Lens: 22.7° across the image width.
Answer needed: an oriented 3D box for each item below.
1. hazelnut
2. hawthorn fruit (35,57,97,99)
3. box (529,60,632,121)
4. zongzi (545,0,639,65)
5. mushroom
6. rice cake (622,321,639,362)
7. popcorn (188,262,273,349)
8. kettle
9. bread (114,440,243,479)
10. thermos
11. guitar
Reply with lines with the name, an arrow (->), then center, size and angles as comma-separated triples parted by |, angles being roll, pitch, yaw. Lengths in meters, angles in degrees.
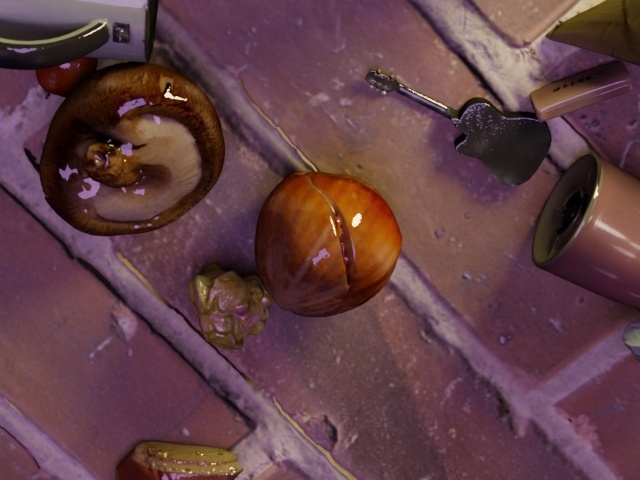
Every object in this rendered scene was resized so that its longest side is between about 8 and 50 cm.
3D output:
hazelnut -> 0.000, 0.000, 1.837 | 0.182, 0.182, 0.182 | -1, 113, -1
hawthorn fruit -> -0.286, -0.198, 1.795 | 0.077, 0.077, 0.077 | -1, 113, -1
box -> 0.298, -0.172, 1.831 | 0.115, 0.048, 0.025 | -19, 119, 7
zongzi -> 0.424, -0.310, 1.756 | 0.300, 0.145, 0.274 | 20, 88, 28
mushroom -> -0.212, -0.109, 1.797 | 0.194, 0.138, 0.231 | 5, 137, -48
rice cake -> 0.481, 0.132, 1.861 | 0.237, 0.043, 0.127 | -3, 151, 25
popcorn -> -0.112, 0.079, 1.905 | 0.089, 0.109, 0.097 | 14, 76, 25
kettle -> -0.294, -0.261, 1.690 | 0.236, 0.221, 0.161 | 6, 139, -4
bread -> -0.202, 0.318, 2.016 | 0.119, 0.067, 0.192 | 36, 107, -15
thermos -> 0.390, 0.025, 1.873 | 0.265, 0.146, 0.176 | 26, 151, -13
guitar -> 0.157, -0.142, 1.852 | 0.233, 0.025, 0.088 | 25, 111, -12
